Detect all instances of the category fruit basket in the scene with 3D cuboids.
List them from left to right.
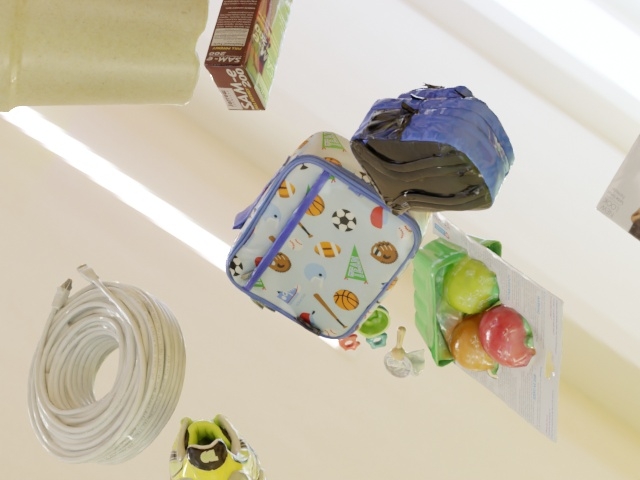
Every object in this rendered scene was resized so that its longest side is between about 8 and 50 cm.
[{"bbox_3d":[0.316,0.145,2.050,0.165,0.327,0.353,-27,-141,-28],"label":"fruit basket"}]

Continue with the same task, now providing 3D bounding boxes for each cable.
[{"bbox_3d":[-0.302,0.185,1.595,0.257,0.257,0.089,23,176,40],"label":"cable"}]

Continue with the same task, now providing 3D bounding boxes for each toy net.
[{"bbox_3d":[0.115,0.204,2.146,0.232,0.122,0.045,49,-165,-32],"label":"toy net"}]

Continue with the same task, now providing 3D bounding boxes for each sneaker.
[{"bbox_3d":[-0.144,0.307,1.610,0.145,0.147,0.385,-6,-173,-11],"label":"sneaker"}]

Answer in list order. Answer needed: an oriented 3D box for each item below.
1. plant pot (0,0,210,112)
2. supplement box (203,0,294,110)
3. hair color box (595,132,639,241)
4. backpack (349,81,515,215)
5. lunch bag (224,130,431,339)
[{"bbox_3d":[-0.318,-0.312,1.573,0.306,0.333,0.333,6,-145,-14],"label":"plant pot"},{"bbox_3d":[-0.115,-0.349,1.903,0.073,0.130,0.239,4,-116,18],"label":"supplement box"},{"bbox_3d":[0.558,-0.134,1.608,0.110,0.338,0.185,-4,-143,-45],"label":"hair color box"},{"bbox_3d":[0.102,-0.082,0.967,0.120,0.101,0.098,7,148,44],"label":"backpack"},{"bbox_3d":[0.000,0.000,1.666,0.243,0.303,0.115,32,-142,-6],"label":"lunch bag"}]
